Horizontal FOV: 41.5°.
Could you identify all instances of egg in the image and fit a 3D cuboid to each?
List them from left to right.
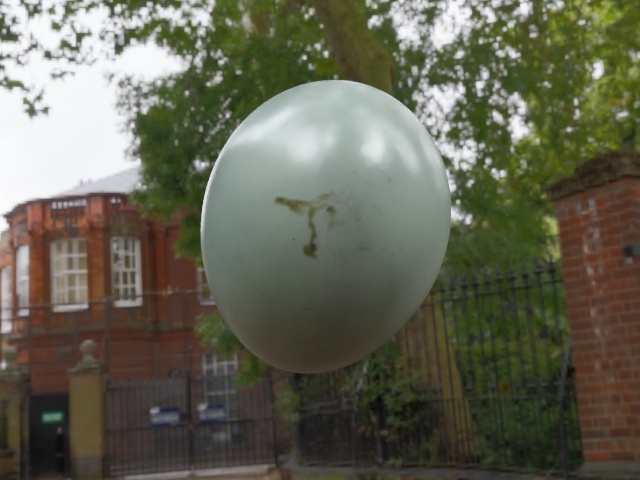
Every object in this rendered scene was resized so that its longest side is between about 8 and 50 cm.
[{"bbox_3d":[0.000,0.000,0.641,0.182,0.183,0.264,-1,-41,-15],"label":"egg"}]
